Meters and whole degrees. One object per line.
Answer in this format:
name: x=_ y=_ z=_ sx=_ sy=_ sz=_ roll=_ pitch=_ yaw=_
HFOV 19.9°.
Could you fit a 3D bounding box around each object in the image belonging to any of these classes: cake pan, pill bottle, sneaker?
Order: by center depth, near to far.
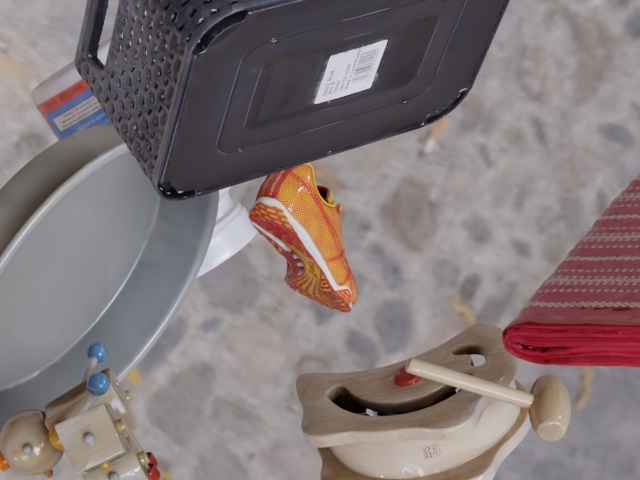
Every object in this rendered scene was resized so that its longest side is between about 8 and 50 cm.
sneaker: x=0.000 y=0.000 z=1.405 sx=0.067 sy=0.064 sz=0.175 roll=-60 pitch=153 yaw=-23
cake pan: x=-0.196 y=0.030 z=1.445 sx=0.293 sy=0.054 sz=0.293 roll=-43 pitch=154 yaw=-27
pill bottle: x=-0.154 y=-0.075 z=1.663 sx=0.124 sy=0.124 sz=0.221 roll=-36 pitch=100 yaw=-15

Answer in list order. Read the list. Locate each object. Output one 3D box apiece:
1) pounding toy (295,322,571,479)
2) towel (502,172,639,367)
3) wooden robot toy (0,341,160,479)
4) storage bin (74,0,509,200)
pounding toy: x=0.100 y=0.126 z=1.656 sx=0.154 sy=0.269 sz=0.155 roll=-68 pitch=145 yaw=-52
towel: x=0.258 y=0.005 z=1.183 sx=0.275 sy=0.199 sz=0.031 roll=-42 pitch=123 yaw=-45
wooden robot toy: x=-0.136 y=0.113 z=0.987 sx=0.079 sy=0.173 sz=0.076 roll=-25 pitch=99 yaw=-3
storage bin: x=-0.010 y=-0.104 z=0.840 sx=0.180 sy=0.084 sz=0.122 roll=-18 pitch=148 yaw=-29
